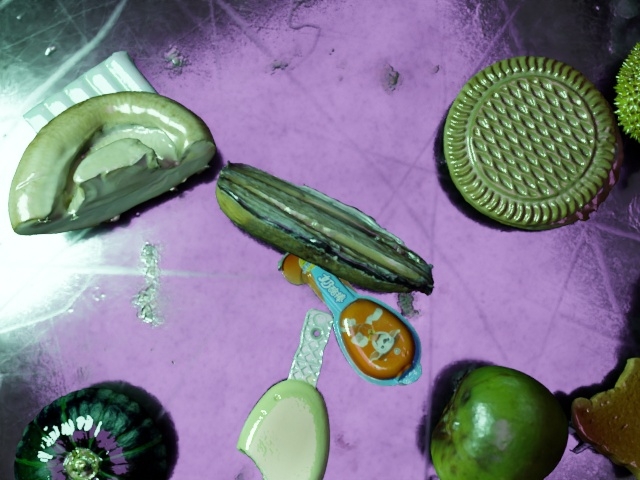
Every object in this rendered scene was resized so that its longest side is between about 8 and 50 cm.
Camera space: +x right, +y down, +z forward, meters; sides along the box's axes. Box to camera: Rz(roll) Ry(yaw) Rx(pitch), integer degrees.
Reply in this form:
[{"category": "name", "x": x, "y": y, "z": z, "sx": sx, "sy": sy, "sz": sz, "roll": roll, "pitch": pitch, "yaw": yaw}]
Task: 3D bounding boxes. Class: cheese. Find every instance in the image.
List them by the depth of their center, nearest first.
[{"category": "cheese", "x": -0.034, "y": 0.219, "z": 1.382, "sx": 0.127, "sy": 0.050, "sz": 0.255, "roll": 14, "pitch": 76, "yaw": -2}, {"category": "cheese", "x": 0.047, "y": 0.102, "z": 1.394, "sx": 0.106, "sy": 0.037, "sz": 0.256, "roll": -39, "pitch": 84, "yaw": -18}]

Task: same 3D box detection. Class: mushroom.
[{"category": "mushroom", "x": -0.292, "y": -0.117, "z": 1.317, "sx": 0.286, "sy": 0.156, "sz": 0.151, "roll": -25, "pitch": 76, "yaw": -14}]

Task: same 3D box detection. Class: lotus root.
[{"category": "lotus root", "x": 0.001, "y": 0.001, "z": 1.362, "sx": 0.329, "sy": 0.167, "sz": 0.078, "roll": 28, "pitch": 116, "yaw": 2}]

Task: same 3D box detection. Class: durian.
[{"category": "durian", "x": 0.468, "y": -0.181, "z": 1.393, "sx": 0.146, "sy": 0.102, "sz": 0.208, "roll": 11, "pitch": 78, "yaw": -39}]

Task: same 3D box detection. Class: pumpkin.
[{"category": "pumpkin", "x": -0.304, "y": 0.295, "z": 1.326, "sx": 0.202, "sy": 0.140, "sz": 0.202, "roll": 0, "pitch": 85, "yaw": -4}]

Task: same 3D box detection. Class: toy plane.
[{"category": "toy plane", "x": 0.385, "y": 0.269, "z": 1.398, "sx": 0.083, "sy": 0.031, "sz": 0.078, "roll": 19, "pitch": 101, "yaw": 2}]

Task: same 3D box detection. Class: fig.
[{"category": "fig", "x": 0.242, "y": 0.258, "z": 1.325, "sx": 0.191, "sy": 0.181, "sz": 0.181, "roll": 8, "pitch": 86, "yaw": -25}]

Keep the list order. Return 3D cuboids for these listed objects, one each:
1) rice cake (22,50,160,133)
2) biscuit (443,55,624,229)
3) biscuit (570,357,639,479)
[{"category": "rice cake", "x": -0.288, "y": -0.152, "z": 1.405, "sx": 0.189, "sy": 0.037, "sz": 0.198, "roll": -35, "pitch": 88, "yaw": -3}, {"category": "biscuit", "x": 0.300, "y": -0.134, "z": 1.398, "sx": 0.259, "sy": 0.079, "sz": 0.259, "roll": 0, "pitch": 85, "yaw": -1}, {"category": "biscuit", "x": 0.476, "y": 0.260, "z": 1.383, "sx": 0.280, "sy": 0.043, "sz": 0.183, "roll": 10, "pitch": 74, "yaw": -13}]
